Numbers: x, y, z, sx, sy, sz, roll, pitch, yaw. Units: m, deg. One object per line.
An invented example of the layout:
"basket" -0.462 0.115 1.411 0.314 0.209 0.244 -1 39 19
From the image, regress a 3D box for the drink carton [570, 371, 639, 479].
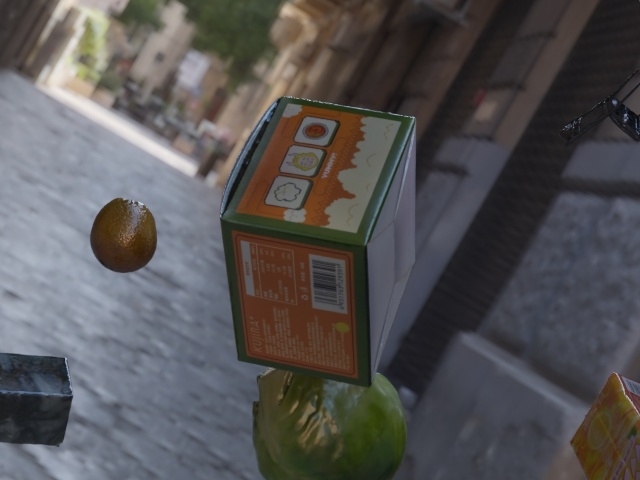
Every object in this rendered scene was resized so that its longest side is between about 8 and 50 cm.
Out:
"drink carton" 0.308 0.222 1.396 0.071 0.096 0.223 24 18 -13

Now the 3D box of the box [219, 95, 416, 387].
"box" 0.000 0.000 1.385 0.148 0.177 0.195 9 -43 13

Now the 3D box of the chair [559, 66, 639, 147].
"chair" 0.235 -0.095 1.167 0.042 0.086 0.037 41 34 -17

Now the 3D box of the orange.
"orange" -0.219 -0.005 1.654 0.085 0.085 0.085 30 1 0

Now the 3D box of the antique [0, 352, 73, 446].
"antique" -0.419 0.201 1.902 0.183 0.088 0.086 6 31 -20

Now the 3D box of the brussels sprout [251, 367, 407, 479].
"brussels sprout" 0.004 0.202 1.565 0.180 0.161 0.144 47 14 -7
